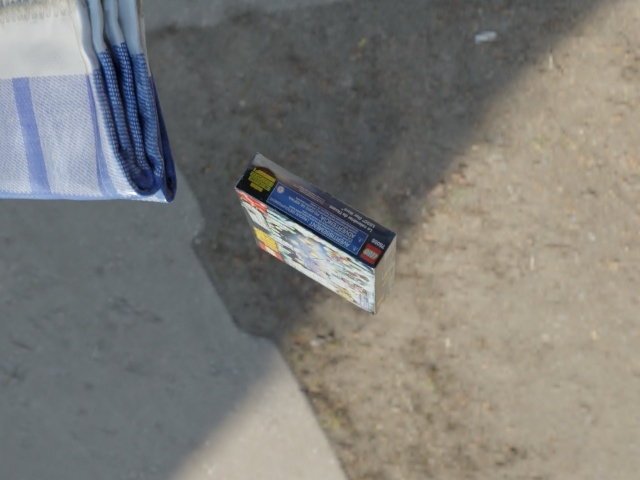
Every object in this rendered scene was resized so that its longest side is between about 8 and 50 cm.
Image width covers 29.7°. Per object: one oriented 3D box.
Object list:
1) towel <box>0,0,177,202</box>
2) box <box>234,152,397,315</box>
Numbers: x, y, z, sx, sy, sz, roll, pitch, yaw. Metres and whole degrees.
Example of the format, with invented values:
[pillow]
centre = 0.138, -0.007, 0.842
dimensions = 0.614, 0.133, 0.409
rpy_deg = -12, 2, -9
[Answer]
[towel]
centre = -0.154, -0.153, 0.511
dimensions = 0.209, 0.034, 0.285
rpy_deg = 4, 109, 45
[box]
centre = 0.000, 0.000, 0.736
dimensions = 0.094, 0.027, 0.137
rpy_deg = 31, 169, 11
